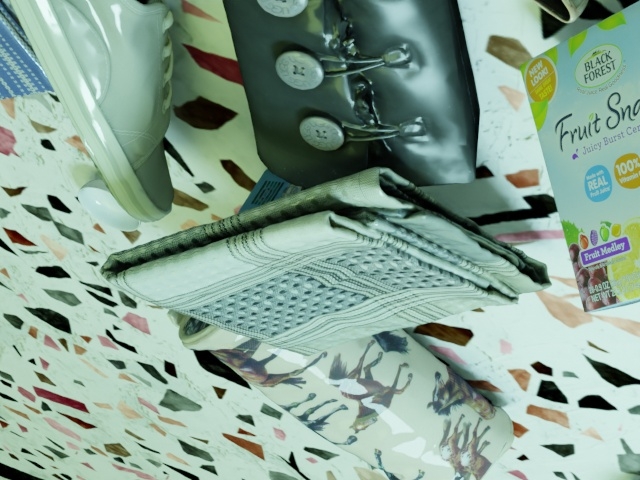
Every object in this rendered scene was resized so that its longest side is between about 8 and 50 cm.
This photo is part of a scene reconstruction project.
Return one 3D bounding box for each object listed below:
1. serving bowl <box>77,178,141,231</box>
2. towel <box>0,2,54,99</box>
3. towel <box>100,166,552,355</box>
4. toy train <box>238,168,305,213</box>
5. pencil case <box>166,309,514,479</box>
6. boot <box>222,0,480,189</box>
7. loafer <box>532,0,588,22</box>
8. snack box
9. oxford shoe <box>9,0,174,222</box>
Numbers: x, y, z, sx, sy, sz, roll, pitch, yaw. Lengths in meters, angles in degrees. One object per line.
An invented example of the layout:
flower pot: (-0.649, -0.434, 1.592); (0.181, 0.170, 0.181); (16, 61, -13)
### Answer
serving bowl: (-0.246, -0.047, 1.674); (0.083, 0.027, 0.083); (21, 152, 12)
towel: (-0.453, -0.240, 1.534); (0.336, 0.040, 0.243); (-2, 139, 39)
towel: (0.013, 0.040, 1.329); (0.324, 0.056, 0.312); (-18, 151, 33)
toy train: (0.000, 0.000, 1.495); (0.105, 0.080, 0.184); (11, 151, 45)
pencil case: (0.025, 0.161, 1.645); (0.410, 0.160, 0.183); (38, 128, -20)
boot: (-0.069, -0.221, 1.120); (0.367, 0.146, 0.445); (12, 152, 22)
loafer: (0.147, -0.208, 1.053); (0.125, 0.039, 0.045); (30, 153, -5)
snack box: (0.248, -0.065, 1.047); (0.070, 0.207, 0.174); (-7, 170, -33)
oxford shoe: (-0.192, -0.169, 1.320); (0.169, 0.130, 0.449); (59, 172, 34)
